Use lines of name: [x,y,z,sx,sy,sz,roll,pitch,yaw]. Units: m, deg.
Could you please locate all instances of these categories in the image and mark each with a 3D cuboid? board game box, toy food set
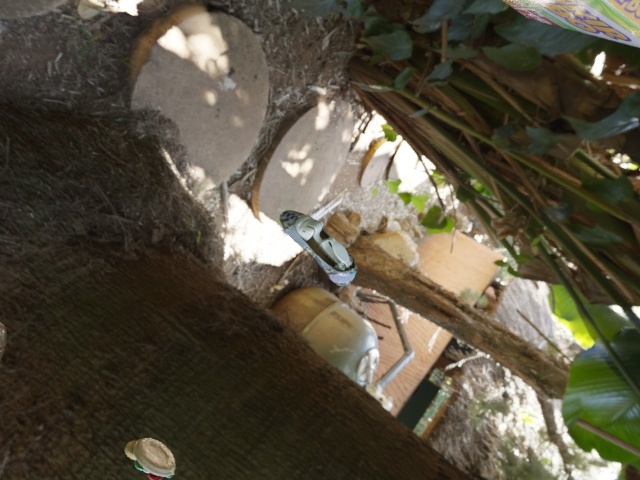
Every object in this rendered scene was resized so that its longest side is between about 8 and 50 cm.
board game box: [0.257,-0.256,0.418,0.124,0.259,0.039,17,118,-22]
toy food set: [-0.273,0.356,0.655,0.020,0.082,0.083,-52,146,-7]

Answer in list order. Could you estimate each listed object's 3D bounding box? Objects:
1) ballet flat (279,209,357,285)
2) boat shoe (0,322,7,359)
ballet flat: [0.000,0.000,0.453,0.041,0.114,0.041,-42,171,-9]
boat shoe: [-0.473,0.132,0.344,0.342,0.123,0.123,-40,152,-74]
